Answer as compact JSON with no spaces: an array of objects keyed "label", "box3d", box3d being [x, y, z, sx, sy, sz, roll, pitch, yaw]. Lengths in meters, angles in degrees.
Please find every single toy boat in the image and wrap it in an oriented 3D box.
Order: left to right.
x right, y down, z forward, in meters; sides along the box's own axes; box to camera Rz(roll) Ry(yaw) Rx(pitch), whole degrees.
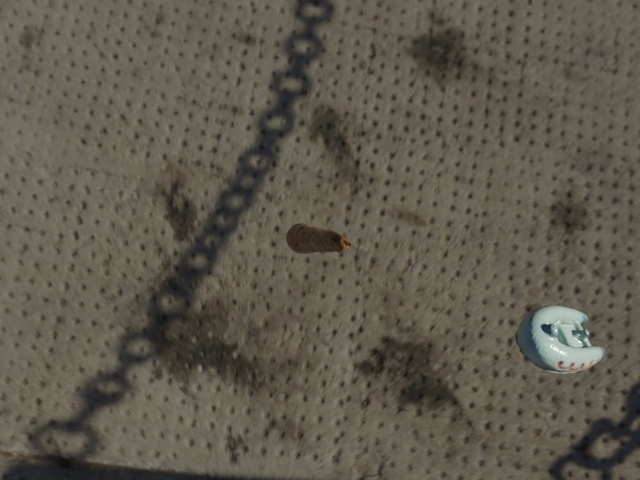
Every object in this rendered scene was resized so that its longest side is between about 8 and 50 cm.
[{"label":"toy boat","box3d":[0.459,0.179,1.800,0.208,0.079,0.134,4,56,-37]}]

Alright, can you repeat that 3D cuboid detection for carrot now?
[{"label":"carrot","box3d":[0.000,0.000,1.651,0.057,0.224,0.057,-1,92,-20]}]
